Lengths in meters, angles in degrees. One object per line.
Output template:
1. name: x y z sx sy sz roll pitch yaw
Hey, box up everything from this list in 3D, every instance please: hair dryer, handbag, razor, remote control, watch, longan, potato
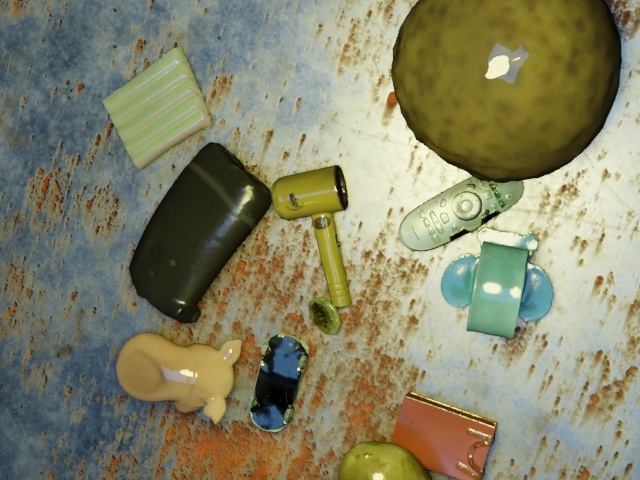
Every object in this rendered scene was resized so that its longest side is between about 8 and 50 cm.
1. hair dryer: 0.000 0.000 1.883 0.135 0.090 0.279 -11 98 13
2. handbag: 0.240 0.387 1.868 0.190 0.063 0.127 18 98 14
3. razor: -0.247 -0.014 1.902 0.204 0.113 0.349 41 103 29
4. remote control: 0.268 -0.058 1.831 0.256 0.045 0.097 -26 90 11
5. watch: 0.325 0.078 1.752 0.211 0.193 0.211 1 97 12
6. longan: 0.315 -0.293 1.638 0.391 0.391 0.391 1 95 13
7. potato: 0.144 0.514 1.827 0.210 0.173 0.307 -14 112 41

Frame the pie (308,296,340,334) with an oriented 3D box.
1. pie: 0.009 0.151 1.905 0.085 0.017 0.085 26 132 33

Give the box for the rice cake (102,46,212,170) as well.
1. rice cake: -0.332 -0.267 1.955 0.198 0.037 0.189 -24 88 14

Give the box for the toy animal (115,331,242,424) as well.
1. toy animal: -0.292 0.263 1.932 0.250 0.154 0.166 8 88 10

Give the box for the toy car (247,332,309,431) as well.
1. toy car: -0.085 0.287 1.935 0.095 0.056 0.205 17 102 11
